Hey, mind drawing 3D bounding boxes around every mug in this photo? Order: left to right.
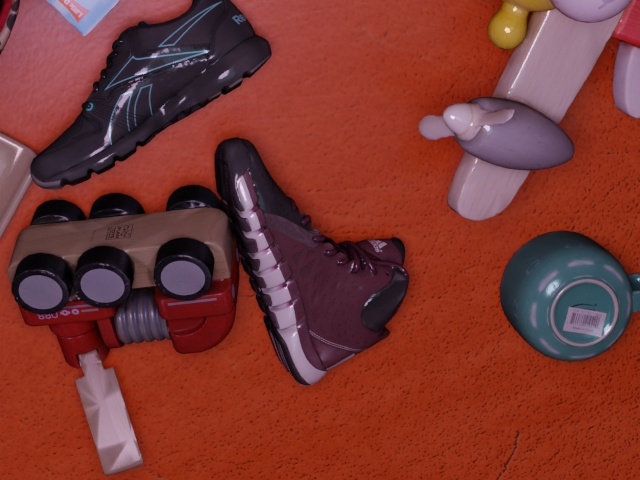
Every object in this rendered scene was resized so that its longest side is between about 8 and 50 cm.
[{"bbox_3d":[0.276,0.055,1.633,0.158,0.097,0.129,-35,107,2],"label":"mug"}]

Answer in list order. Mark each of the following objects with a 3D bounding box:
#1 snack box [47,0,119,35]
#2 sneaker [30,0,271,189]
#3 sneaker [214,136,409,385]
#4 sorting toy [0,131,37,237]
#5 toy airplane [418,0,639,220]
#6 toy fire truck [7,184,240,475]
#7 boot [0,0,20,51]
[{"bbox_3d":[-0.313,-0.325,1.391,0.060,0.187,0.322,-45,106,4],"label":"snack box"},{"bbox_3d":[-0.181,-0.148,1.519,0.267,0.101,0.106,-35,96,-7],"label":"sneaker"},{"bbox_3d":[0.000,0.000,1.584,0.163,0.106,0.281,-23,116,-10],"label":"sneaker"},{"bbox_3d":[-0.412,-0.051,1.530,0.208,0.038,0.193,29,98,-11],"label":"sorting toy"},{"bbox_3d":[0.245,-0.245,1.458,0.384,0.272,0.386,-21,107,-4],"label":"toy airplane"},{"bbox_3d":[-0.184,0.094,1.553,0.217,0.158,0.246,-6,128,6],"label":"toy fire truck"},{"bbox_3d":[-0.399,-0.107,1.338,0.138,0.284,0.377,44,74,-11],"label":"boot"}]
